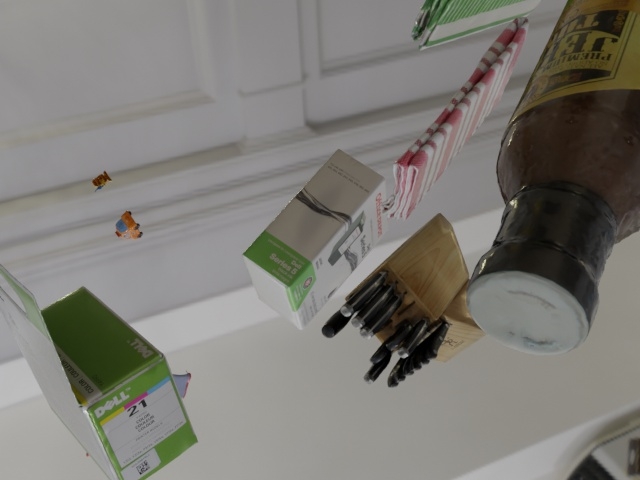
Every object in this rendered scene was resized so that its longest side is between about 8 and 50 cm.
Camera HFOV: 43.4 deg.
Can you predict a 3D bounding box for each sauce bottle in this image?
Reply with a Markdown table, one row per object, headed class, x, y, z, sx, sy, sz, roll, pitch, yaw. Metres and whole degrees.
| class | x | y | z | sx | sy | sz | roll | pitch | yaw |
| --- | --- | --- | --- | --- | --- | --- | --- | --- | --- |
| sauce bottle | 0.186 | -0.075 | 0.541 | 0.111 | 0.111 | 0.344 | 13 | -132 | 22 |

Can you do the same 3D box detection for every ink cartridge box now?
| class | x | y | z | sx | sy | sz | roll | pitch | yaw |
| --- | --- | --- | --- | --- | --- | --- | --- | --- | --- |
| ink cartridge box | -0.241 | 0.101 | 0.816 | 0.097 | 0.255 | 0.189 | -31 | -142 | -28 |
| ink cartridge box | 0.000 | 0.000 | 1.468 | 0.115 | 0.198 | 0.273 | 34 | -109 | 21 |

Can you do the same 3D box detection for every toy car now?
| class | x | y | z | sx | sy | sz | roll | pitch | yaw |
| --- | --- | --- | --- | --- | --- | --- | --- | --- | --- |
| toy car | -0.348 | -0.052 | 1.358 | 0.041 | 0.122 | 0.060 | -33 | 178 | -17 |

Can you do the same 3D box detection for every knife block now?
| class | x | y | z | sx | sy | sz | roll | pitch | yaw |
| --- | --- | --- | --- | --- | --- | --- | --- | --- | --- |
| knife block | 0.093 | 0.059 | 1.035 | 0.242 | 0.088 | 0.275 | 22 | -139 | -34 |

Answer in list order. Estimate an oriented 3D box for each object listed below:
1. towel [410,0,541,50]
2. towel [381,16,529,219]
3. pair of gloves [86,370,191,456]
| class | x | y | z | sx | sy | sz | roll | pitch | yaw |
| --- | --- | --- | --- | --- | --- | --- | --- | --- | --- |
| towel | 0.253 | -0.372 | 0.938 | 0.248 | 0.324 | 0.038 | -23 | -113 | -32 |
| towel | 0.129 | -0.115 | 0.782 | 0.029 | 0.144 | 0.197 | 37 | -104 | 11 |
| pair of gloves | -0.287 | 0.275 | 1.299 | 0.023 | 0.198 | 0.159 | 27 | -171 | 41 |
